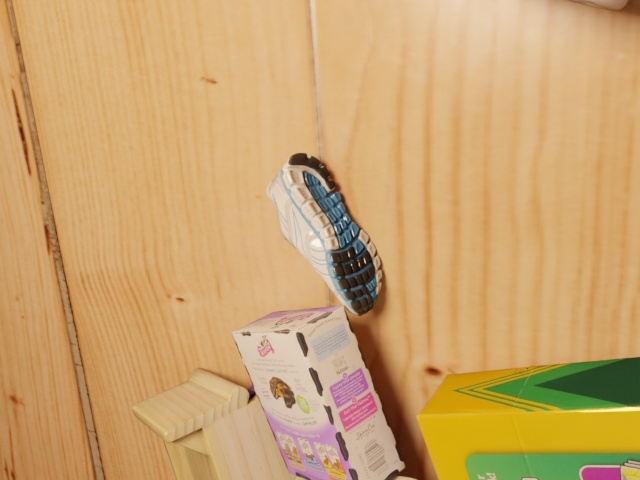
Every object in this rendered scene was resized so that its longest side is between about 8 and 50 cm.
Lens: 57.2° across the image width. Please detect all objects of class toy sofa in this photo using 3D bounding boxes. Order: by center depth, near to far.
[{"bbox_3d":[-0.109,0.362,0.809,0.150,0.177,0.363,-2,106,57],"label":"toy sofa"}]

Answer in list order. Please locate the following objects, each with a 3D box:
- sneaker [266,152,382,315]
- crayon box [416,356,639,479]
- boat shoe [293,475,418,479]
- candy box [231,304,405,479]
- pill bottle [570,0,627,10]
[{"bbox_3d":[0.000,0.000,0.665,0.083,0.071,0.191,-30,86,48],"label":"sneaker"},{"bbox_3d":[0.298,0.294,0.545,0.313,0.106,0.363,-15,97,37],"label":"crayon box"},{"bbox_3d":[0.070,0.325,0.637,0.097,0.116,0.324,52,155,-13],"label":"boat shoe"},{"bbox_3d":[-0.008,0.180,0.684,0.164,0.070,0.196,-14,98,56],"label":"candy box"},{"bbox_3d":[0.201,-0.274,0.419,0.112,0.112,0.187,26,117,22],"label":"pill bottle"}]
